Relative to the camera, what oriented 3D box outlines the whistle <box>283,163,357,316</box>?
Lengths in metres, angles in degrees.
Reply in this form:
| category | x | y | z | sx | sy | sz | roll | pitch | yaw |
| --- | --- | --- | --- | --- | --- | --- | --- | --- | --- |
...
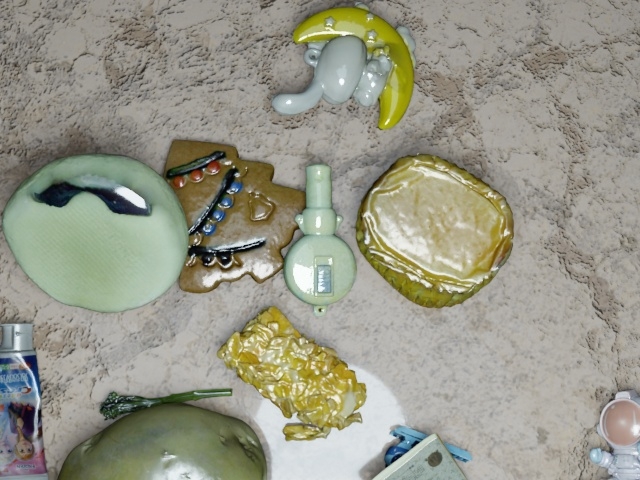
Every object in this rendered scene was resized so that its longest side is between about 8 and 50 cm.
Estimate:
| category | x | y | z | sx | sy | sz | roll | pitch | yaw |
| --- | --- | --- | --- | --- | --- | --- | --- | --- | --- |
| whistle | 0.000 | 0.000 | 1.194 | 0.126 | 0.067 | 0.257 | 0 | 87 | -15 |

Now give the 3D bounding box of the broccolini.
| category | x | y | z | sx | sy | sz | roll | pitch | yaw |
| --- | --- | --- | --- | --- | --- | --- | --- | --- | --- |
| broccolini | -0.255 | 0.269 | 1.172 | 0.218 | 0.044 | 0.042 | -2 | 63 | -7 |

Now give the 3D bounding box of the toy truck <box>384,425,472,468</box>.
| category | x | y | z | sx | sy | sz | roll | pitch | yaw |
| --- | --- | --- | --- | --- | --- | --- | --- | --- | --- |
| toy truck | 0.173 | 0.359 | 1.148 | 0.136 | 0.063 | 0.074 | 23 | 64 | -2 |

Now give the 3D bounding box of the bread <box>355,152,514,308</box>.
| category | x | y | z | sx | sy | sz | roll | pitch | yaw |
| --- | --- | --- | --- | --- | --- | --- | --- | --- | --- |
| bread | 0.188 | -0.016 | 1.183 | 0.253 | 0.142 | 0.227 | 36 | 79 | 3 |

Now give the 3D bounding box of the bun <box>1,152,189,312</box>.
| category | x | y | z | sx | sy | sz | roll | pitch | yaw |
| --- | --- | --- | --- | --- | --- | --- | --- | --- | --- |
| bun | -0.347 | -0.027 | 1.144 | 0.283 | 0.179 | 0.283 | -1 | 121 | -2 |

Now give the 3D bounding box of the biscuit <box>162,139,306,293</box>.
| category | x | y | z | sx | sy | sz | roll | pitch | yaw |
| --- | --- | --- | --- | --- | --- | --- | --- | --- | --- |
| biscuit | -0.175 | -0.055 | 1.231 | 0.278 | 0.043 | 0.301 | -40 | 82 | -9 |

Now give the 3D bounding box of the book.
| category | x | y | z | sx | sy | sz | roll | pitch | yaw |
| --- | --- | --- | --- | --- | --- | --- | --- | --- | --- |
| book | 0.174 | 0.412 | 1.110 | 0.138 | 0.016 | 0.198 | -36 | 110 | -7 |

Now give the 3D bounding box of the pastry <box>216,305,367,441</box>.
| category | x | y | z | sx | sy | sz | roll | pitch | yaw |
| --- | --- | --- | --- | --- | --- | --- | --- | --- | --- |
| pastry | -0.041 | 0.225 | 1.144 | 0.250 | 0.102 | 0.154 | 39 | 69 | 9 |

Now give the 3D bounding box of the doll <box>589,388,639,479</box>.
| category | x | y | z | sx | sy | sz | roll | pitch | yaw |
| --- | --- | --- | --- | --- | --- | --- | --- | --- | --- |
| doll | 0.503 | 0.380 | 1.114 | 0.151 | 0.151 | 0.287 | 5 | 72 | 0 |

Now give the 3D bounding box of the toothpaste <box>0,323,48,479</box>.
| category | x | y | z | sx | sy | sz | roll | pitch | yaw |
| --- | --- | --- | --- | --- | --- | --- | --- | --- | --- |
| toothpaste | -0.498 | 0.269 | 1.159 | 0.096 | 0.061 | 0.266 | -3 | 85 | -3 |

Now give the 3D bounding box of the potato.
| category | x | y | z | sx | sy | sz | roll | pitch | yaw |
| --- | --- | --- | --- | --- | --- | --- | --- | --- | --- |
| potato | -0.243 | 0.373 | 1.051 | 0.327 | 0.221 | 0.243 | -17 | 89 | -1 |

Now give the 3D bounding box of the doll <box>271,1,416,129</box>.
| category | x | y | z | sx | sy | sz | roll | pitch | yaw |
| --- | --- | --- | --- | --- | --- | --- | --- | --- | --- |
| doll | 0.053 | -0.307 | 1.257 | 0.237 | 0.111 | 0.252 | 17 | 77 | -13 |
